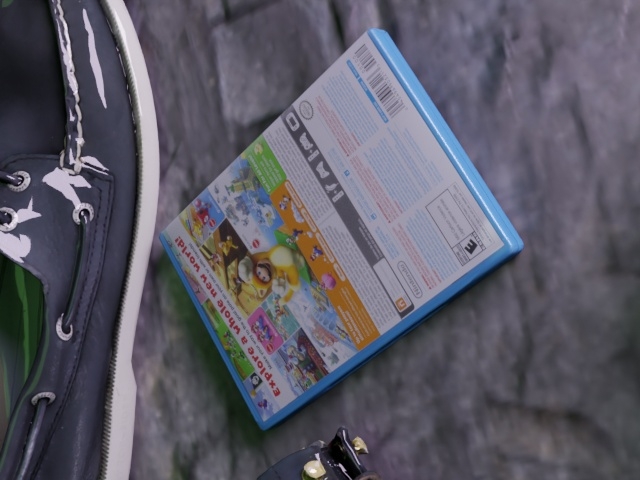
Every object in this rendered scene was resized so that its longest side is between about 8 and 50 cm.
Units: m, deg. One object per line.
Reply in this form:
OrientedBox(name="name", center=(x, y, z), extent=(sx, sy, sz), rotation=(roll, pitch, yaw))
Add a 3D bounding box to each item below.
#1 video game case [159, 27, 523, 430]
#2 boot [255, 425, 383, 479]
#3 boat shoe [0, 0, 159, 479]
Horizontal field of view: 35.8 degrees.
OrientedBox(name="video game case", center=(0.000, 0.000, 0.466), extent=(0.166, 0.015, 0.119), rotation=(-40, 72, 31))
OrientedBox(name="boot", center=(0.053, 0.142, 0.396), extent=(0.178, 0.085, 0.236), rotation=(53, 122, 23))
OrientedBox(name="boat shoe", center=(-0.171, 0.007, 0.530), extent=(0.127, 0.113, 0.339), rotation=(12, 101, 35))
